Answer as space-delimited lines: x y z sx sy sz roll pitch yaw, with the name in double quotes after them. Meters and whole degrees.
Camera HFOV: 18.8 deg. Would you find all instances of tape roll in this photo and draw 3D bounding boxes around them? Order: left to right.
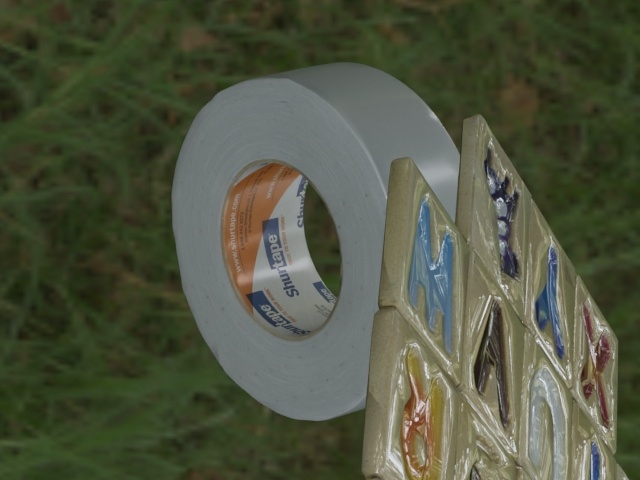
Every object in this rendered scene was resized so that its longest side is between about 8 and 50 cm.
0.000 0.000 1.216 0.072 0.219 0.219 -14 102 -41 "tape roll"

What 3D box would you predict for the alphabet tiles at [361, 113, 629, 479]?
0.073 0.141 0.664 0.285 0.011 0.342 53 36 -49 "alphabet tiles"
